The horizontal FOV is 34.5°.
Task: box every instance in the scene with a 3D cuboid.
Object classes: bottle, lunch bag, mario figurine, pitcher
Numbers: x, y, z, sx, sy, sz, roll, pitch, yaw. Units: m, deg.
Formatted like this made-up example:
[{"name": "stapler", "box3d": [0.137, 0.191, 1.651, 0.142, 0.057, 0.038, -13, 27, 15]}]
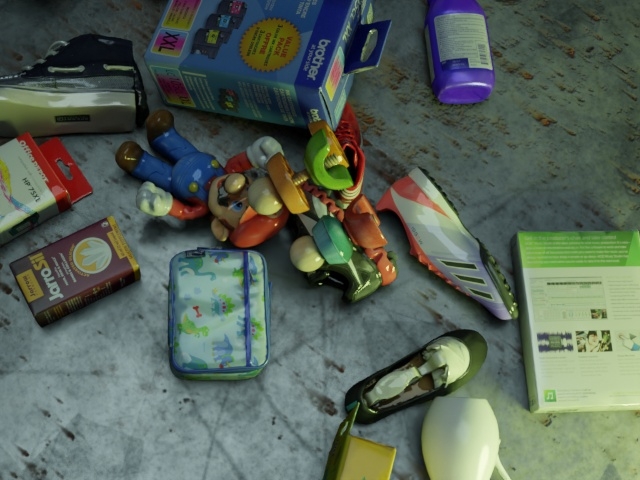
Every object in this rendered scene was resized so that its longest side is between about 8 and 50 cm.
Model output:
[{"name": "bottle", "box3d": [0.257, -0.401, 1.955, 0.118, 0.092, 0.283, -3, 71, -9]}, {"name": "lunch bag", "box3d": [-0.167, 0.121, 1.724, 0.176, 0.090, 0.219, 2, 72, -9]}, {"name": "mario figurine", "box3d": [-0.190, -0.113, 1.740, 0.320, 0.170, 0.198, 31, 104, 18]}, {"name": "pitcher", "box3d": [0.249, 0.362, 1.685, 0.177, 0.125, 0.207, 7, 80, -27]}]

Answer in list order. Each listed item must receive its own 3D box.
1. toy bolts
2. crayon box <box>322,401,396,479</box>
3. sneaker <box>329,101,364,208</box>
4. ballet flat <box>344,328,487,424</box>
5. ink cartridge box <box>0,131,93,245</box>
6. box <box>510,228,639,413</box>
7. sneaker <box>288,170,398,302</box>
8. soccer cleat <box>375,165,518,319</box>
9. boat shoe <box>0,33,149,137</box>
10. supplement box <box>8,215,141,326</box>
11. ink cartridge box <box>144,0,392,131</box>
[{"name": "toy bolts", "box3d": [-0.015, -0.065, 1.681, 0.158, 0.218, 0.229, -28, 112, 8]}, {"name": "crayon box", "box3d": [0.036, 0.425, 1.581, 0.081, 0.202, 0.319, 16, 70, -2]}, {"name": "sneaker", "box3d": [0.048, -0.179, 1.832, 0.087, 0.128, 0.221, -9, 74, -11]}, {"name": "ballet flat", "box3d": [0.172, 0.227, 1.724, 0.280, 0.096, 0.095, -28, 76, -16]}, {"name": "ink cartridge box", "box3d": [-0.522, -0.089, 1.756, 0.231, 0.078, 0.134, -33, 78, -17]}, {"name": "box", "box3d": [0.467, 0.139, 1.814, 0.232, 0.058, 0.322, 0, 72, -7]}, {"name": "sneaker", "box3d": [0.000, 0.000, 1.780, 0.276, 0.098, 0.135, 44, 70, 8]}, {"name": "soccer cleat", "box3d": [0.226, 0.023, 1.811, 0.116, 0.108, 0.318, -36, 81, 5]}, {"name": "boat shoe", "box3d": [-0.478, -0.278, 1.816, 0.340, 0.127, 0.158, 0, 64, -15]}, {"name": "supplement box", "box3d": [-0.408, 0.052, 1.720, 0.188, 0.081, 0.104, -27, 76, -15]}, {"name": "ink cartridge box", "box3d": [-0.072, -0.355, 1.813, 0.395, 0.151, 0.270, 12, 68, 14]}]
